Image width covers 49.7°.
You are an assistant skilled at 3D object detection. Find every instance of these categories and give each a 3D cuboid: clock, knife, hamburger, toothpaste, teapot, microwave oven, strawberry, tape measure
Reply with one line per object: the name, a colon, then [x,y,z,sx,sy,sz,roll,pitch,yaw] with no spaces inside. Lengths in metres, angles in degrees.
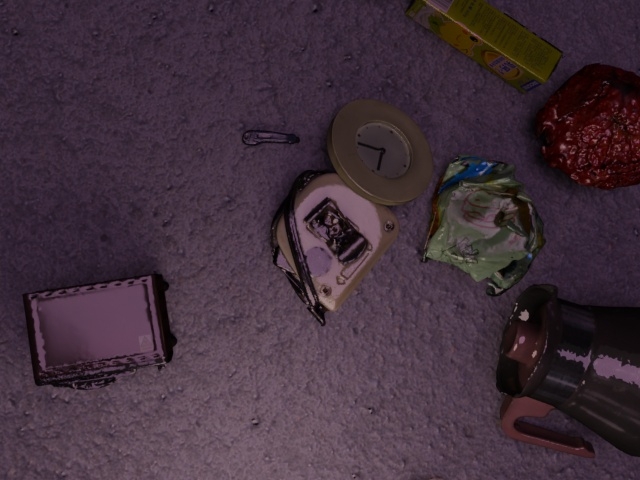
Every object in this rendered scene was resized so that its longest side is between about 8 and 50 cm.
clock: [0.122,-0.179,1.395,0.235,0.029,0.235,10,64,-22]
knife: [-0.101,-0.209,1.420,0.121,0.018,0.031,2,83,-9]
hamburger: [0.356,-0.031,1.421,0.276,0.150,0.260,26,88,-8]
toothpaste: [0.336,-0.432,1.439,0.327,0.110,0.077,31,84,-7]
teapot: [0.542,0.277,1.404,0.362,0.305,0.376,18,116,1]
microwave oven: [-0.405,0.167,1.294,0.247,0.178,0.188,-10,91,-8]
strawberry: [0.589,-0.238,1.422,0.274,0.220,0.274,1,86,-8]
tape measure: [0.000,0.000,1.380,0.231,0.133,0.271,39,87,-7]
